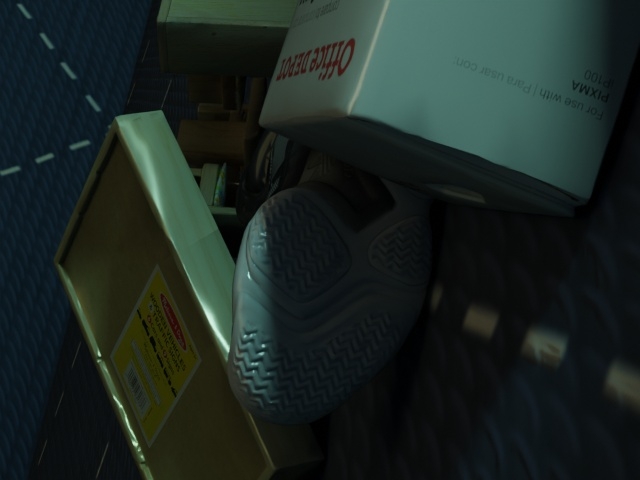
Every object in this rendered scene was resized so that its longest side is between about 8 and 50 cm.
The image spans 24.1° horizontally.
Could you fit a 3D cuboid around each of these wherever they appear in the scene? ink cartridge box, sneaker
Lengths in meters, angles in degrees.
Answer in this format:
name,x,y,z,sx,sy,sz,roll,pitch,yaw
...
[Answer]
name,x,y,z,sx,sy,sz,roll,pitch,yaw
ink cartridge box,0.083,-0.165,0.702,0.207,0.117,0.283,-166,95,-77
sneaker,0.000,0.000,0.864,0.153,0.101,0.269,130,161,-59

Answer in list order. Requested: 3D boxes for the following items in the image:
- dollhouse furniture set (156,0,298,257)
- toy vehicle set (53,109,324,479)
name,x,y,z,sx,sy,sz,roll,pitch,yaw
dollhouse furniture set,-0.025,-0.085,1.095,0.212,0.161,0.242,-85,-3,-46
toy vehicle set,-0.096,0.071,0.982,0.267,0.035,0.166,63,143,25
